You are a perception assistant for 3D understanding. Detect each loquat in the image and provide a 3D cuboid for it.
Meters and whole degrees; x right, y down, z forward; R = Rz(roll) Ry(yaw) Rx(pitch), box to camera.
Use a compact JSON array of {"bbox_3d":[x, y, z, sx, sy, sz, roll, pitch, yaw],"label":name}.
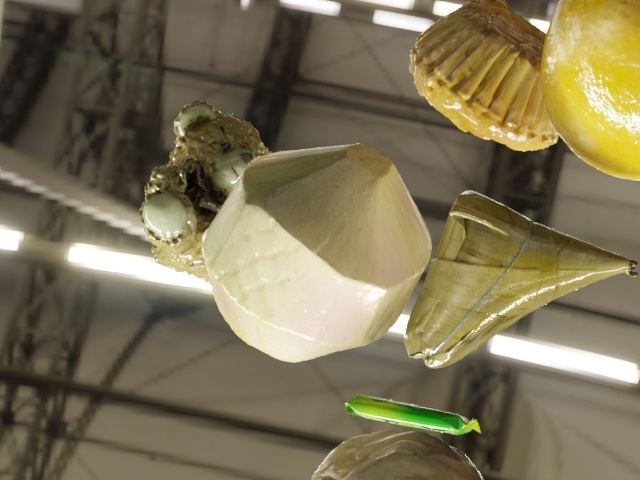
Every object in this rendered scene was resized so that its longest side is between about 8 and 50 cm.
[{"bbox_3d":[0.434,-0.260,2.078,0.328,0.328,0.359,-14,-123,-50],"label":"loquat"}]

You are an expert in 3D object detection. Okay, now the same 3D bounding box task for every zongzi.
[{"bbox_3d":[0.253,0.081,2.014,0.256,0.228,0.115,21,-173,-4],"label":"zongzi"}]

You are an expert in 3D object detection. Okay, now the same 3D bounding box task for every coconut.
[{"bbox_3d":[0.000,0.000,1.743,0.259,0.259,0.259,9,-161,-3],"label":"coconut"}]

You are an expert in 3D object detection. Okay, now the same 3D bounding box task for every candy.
[{"bbox_3d":[0.126,0.236,2.107,0.178,0.032,0.102,9,175,12],"label":"candy"}]

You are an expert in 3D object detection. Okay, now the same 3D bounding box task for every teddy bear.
[{"bbox_3d":[-0.151,-0.065,2.248,0.156,0.256,0.267,-1,151,46],"label":"teddy bear"}]

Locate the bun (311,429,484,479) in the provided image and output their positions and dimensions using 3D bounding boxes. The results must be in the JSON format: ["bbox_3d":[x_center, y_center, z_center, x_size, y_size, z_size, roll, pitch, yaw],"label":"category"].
[{"bbox_3d":[0.100,0.318,1.654,0.281,0.205,0.281,49,-178,-2],"label":"bun"}]

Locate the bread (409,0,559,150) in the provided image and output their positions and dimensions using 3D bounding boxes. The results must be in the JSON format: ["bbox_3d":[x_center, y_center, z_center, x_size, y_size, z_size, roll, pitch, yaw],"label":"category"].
[{"bbox_3d":[0.263,-0.249,2.337,0.274,0.149,0.274,25,-153,-14],"label":"bread"}]
